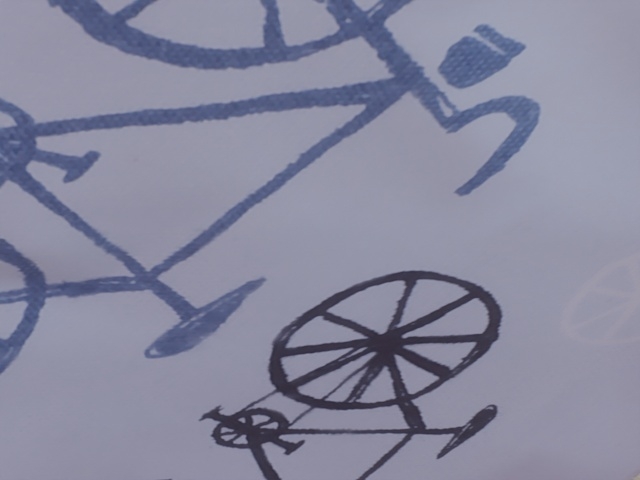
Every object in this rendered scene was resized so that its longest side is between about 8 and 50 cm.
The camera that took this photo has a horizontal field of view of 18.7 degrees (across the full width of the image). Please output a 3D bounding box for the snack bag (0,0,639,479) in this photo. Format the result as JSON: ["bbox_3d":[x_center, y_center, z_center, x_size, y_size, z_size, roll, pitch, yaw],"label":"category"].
[{"bbox_3d":[0.000,0.000,0.487,0.342,0.323,0.037,18,44,-36],"label":"snack bag"}]
